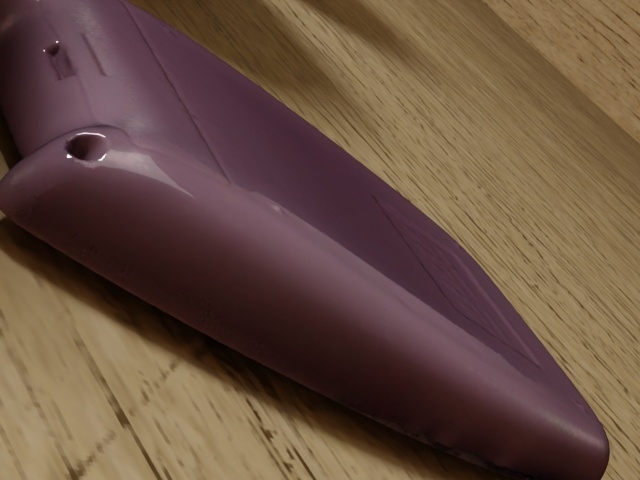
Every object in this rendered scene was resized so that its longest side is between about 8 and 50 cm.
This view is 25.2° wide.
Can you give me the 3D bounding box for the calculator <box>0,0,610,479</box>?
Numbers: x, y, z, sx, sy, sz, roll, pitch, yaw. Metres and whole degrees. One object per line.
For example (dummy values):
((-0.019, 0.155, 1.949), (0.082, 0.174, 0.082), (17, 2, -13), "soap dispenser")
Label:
((0.001, -0.001, 0.518), (0.294, 0.043, 0.194), (30, 17, -37), "calculator")
